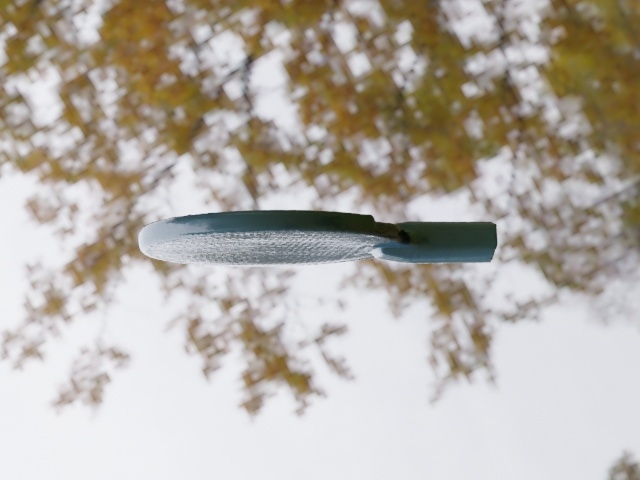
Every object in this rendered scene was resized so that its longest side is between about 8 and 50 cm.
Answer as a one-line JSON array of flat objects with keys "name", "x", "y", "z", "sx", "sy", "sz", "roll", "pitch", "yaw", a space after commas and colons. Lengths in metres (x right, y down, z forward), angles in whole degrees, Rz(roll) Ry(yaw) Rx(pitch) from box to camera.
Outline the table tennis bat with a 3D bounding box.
[{"name": "table tennis bat", "x": 0.000, "y": 0.000, "z": 0.753, "sx": 0.100, "sy": 0.155, "sz": 0.019, "roll": 138, "pitch": 132, "yaw": -75}]
